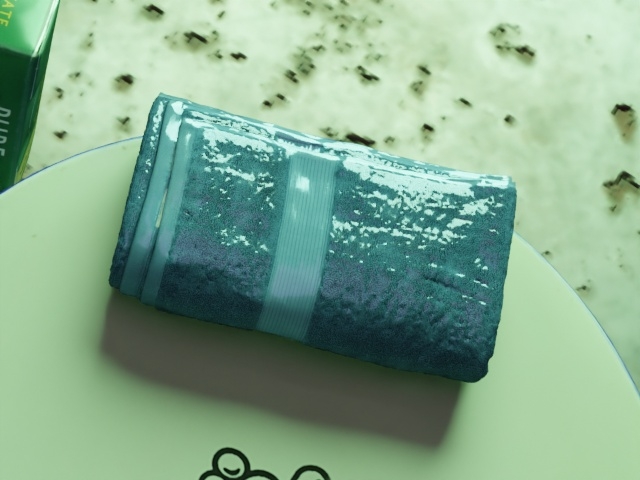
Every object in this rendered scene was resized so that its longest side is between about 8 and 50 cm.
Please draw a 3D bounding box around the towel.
[{"bbox_3d":[0.000,0.000,0.530,0.119,0.029,0.067,15,65,-8],"label":"towel"}]

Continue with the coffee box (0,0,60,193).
[{"bbox_3d":[-0.182,-0.075,0.590,0.184,0.113,0.040,16,61,-5],"label":"coffee box"}]

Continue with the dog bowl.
[{"bbox_3d":[-0.026,0.101,0.555,0.264,0.104,0.265,5,66,-12],"label":"dog bowl"}]
